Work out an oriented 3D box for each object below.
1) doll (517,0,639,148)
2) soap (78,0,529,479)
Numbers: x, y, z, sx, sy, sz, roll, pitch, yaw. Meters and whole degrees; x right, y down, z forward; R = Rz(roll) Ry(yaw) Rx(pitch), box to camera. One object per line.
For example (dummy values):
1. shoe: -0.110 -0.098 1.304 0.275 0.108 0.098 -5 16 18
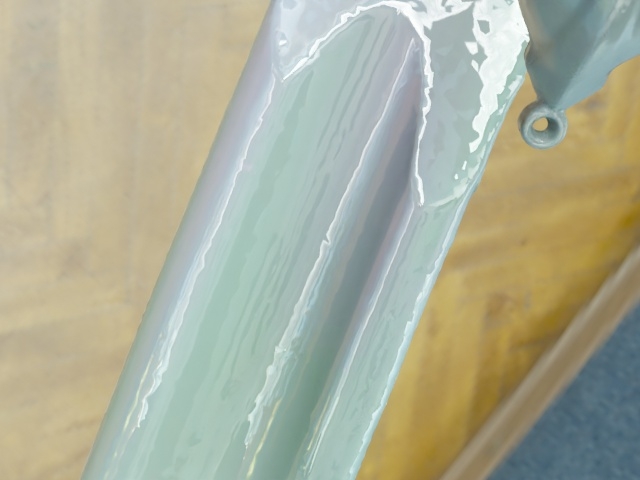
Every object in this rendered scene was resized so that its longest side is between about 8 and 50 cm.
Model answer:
1. doll: 0.061 -0.068 0.325 0.057 0.039 0.114 5 112 -28
2. soap: 0.000 0.000 0.800 0.115 0.208 0.347 22 92 1
